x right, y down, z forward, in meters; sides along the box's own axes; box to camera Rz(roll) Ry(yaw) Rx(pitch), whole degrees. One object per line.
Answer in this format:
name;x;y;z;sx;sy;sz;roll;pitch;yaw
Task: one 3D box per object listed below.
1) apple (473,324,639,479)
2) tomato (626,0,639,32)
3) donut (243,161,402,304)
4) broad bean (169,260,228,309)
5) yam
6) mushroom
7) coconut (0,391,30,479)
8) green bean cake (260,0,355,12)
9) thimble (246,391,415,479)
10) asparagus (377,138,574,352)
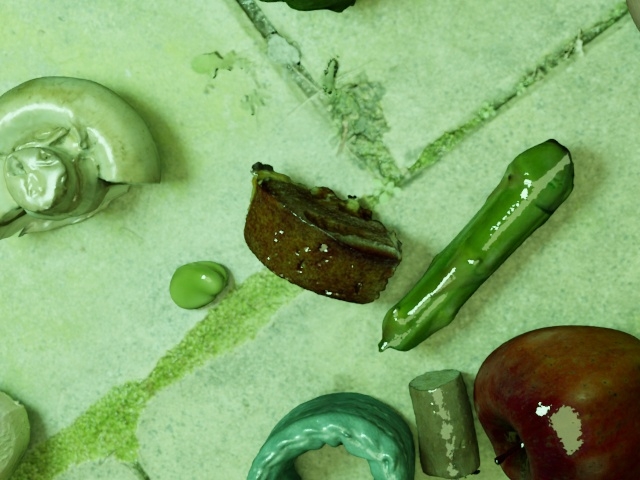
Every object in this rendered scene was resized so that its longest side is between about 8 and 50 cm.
apple;0.305;0.212;1.294;0.234;0.234;0.234;1;96;8
tomato;0.482;-0.311;1.160;0.322;0.321;0.321;1;96;8
donut;-0.009;0.000;1.357;0.187;0.144;0.126;11;121;-18
broad bean;-0.164;0.058;1.429;0.083;0.045;0.063;-25;104;18
yam;0.158;0.237;1.379;0.084;0.084;0.127;-12;94;10
mushroom;-0.346;-0.114;1.361;0.254;0.195;0.189;-24;89;7
coconut;-0.485;0.274;1.424;0.194;0.194;0.194;1;96;8
green bean cake;-0.058;-0.464;1.281;0.319;0.218;0.335;29;93;12
thimble;0.011;0.312;1.379;0.235;0.143;0.198;-42;88;12
asparagus;0.196;0.016;1.350;0.082;0.085;0.343;41;102;6
